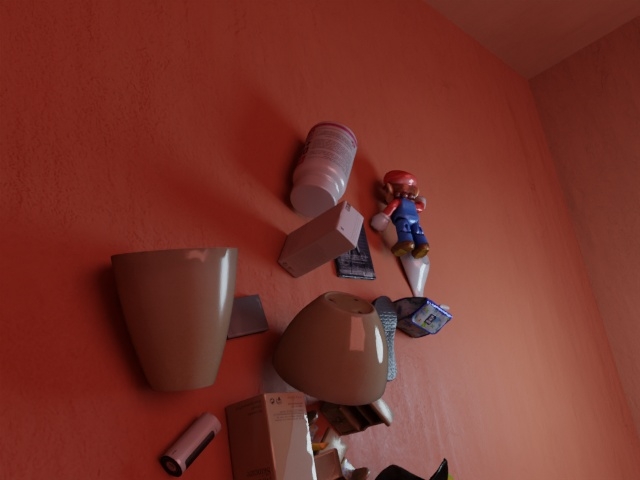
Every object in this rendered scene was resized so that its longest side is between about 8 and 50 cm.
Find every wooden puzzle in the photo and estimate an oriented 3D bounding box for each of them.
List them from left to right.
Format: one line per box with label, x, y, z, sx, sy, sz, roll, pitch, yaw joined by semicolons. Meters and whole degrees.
wooden puzzle;0.011;0.510;1.450;0.078;0.014;0.117;-4;84;-26

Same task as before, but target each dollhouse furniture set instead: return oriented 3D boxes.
dollhouse furniture set;0.052;0.482;1.539;0.212;0.161;0.242;51;40;-14

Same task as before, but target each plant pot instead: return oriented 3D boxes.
plant pot;-0.288;0.160;1.314;0.256;0.256;0.274;-1;85;-48
plant pot;0.045;0.234;1.537;0.284;0.284;0.191;-2;113;-49

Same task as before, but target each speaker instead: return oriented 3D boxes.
speaker;-0.263;0.414;1.312;0.055;0.055;0.136;56;38;-7

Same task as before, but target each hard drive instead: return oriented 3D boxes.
hard drive;-0.190;0.184;1.555;0.135;0.022;0.094;-4;72;-50

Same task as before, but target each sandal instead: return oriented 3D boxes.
sandal;0.173;0.286;1.890;0.097;0.054;0.255;16;66;-34

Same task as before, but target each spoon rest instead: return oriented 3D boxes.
spoon rest;0.335;0.127;2.152;0.137;0.084;0.277;16;43;-44

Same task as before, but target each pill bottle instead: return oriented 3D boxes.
pill bottle;0.008;-0.210;1.901;0.160;0.160;0.283;41;43;-25

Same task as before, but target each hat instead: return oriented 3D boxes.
hat;0.177;0.646;1.567;0.134;0.332;0.331;31;28;28

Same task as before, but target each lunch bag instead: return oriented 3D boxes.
lunch bag;0.310;0.232;1.986;0.128;0.151;0.096;33;46;-33

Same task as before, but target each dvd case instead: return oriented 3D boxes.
dvd case;0.091;0.013;1.977;0.164;0.018;0.221;8;63;-45

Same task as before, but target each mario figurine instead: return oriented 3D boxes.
mario figurine;0.269;-0.088;2.168;0.198;0.170;0.321;41;37;-56

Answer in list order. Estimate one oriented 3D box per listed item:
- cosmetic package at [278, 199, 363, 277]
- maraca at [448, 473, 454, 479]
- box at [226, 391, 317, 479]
cosmetic package;0.000;0.000;1.710;0.085;0.231;0.117;42;43;-24
maraca;0.326;0.732;1.757;0.127;0.099;0.186;15;84;-40
box;-0.099;0.495;1.377;0.121;0.148;0.311;11;59;-44
